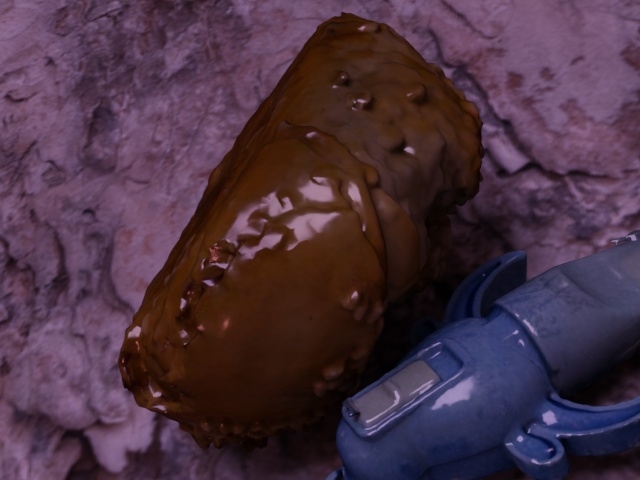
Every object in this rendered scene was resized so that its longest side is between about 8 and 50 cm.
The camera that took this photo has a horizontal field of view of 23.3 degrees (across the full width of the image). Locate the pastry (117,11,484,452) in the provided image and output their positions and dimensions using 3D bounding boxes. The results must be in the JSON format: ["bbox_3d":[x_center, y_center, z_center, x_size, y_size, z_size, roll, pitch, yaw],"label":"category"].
[{"bbox_3d":[0.000,0.000,1.023,0.255,0.162,0.311,-42,15,49],"label":"pastry"}]

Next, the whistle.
[{"bbox_3d":[0.115,0.082,0.955,0.269,0.093,0.180,-30,38,-10],"label":"whistle"}]
